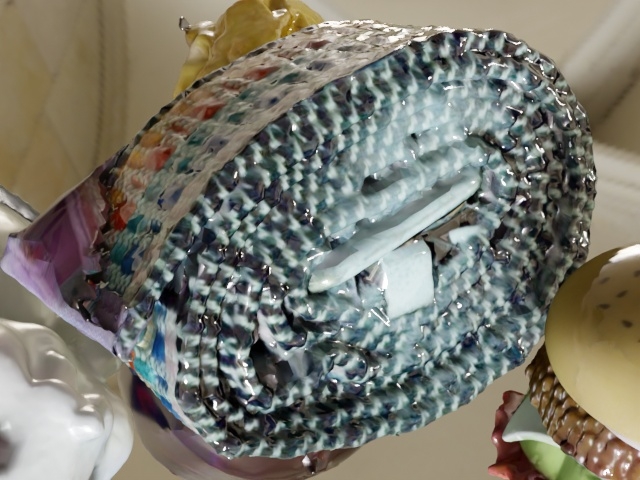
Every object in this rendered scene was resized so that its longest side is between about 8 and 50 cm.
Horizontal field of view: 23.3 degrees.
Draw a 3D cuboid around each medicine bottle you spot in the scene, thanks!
[{"bbox_3d":[-0.031,0.090,1.296,0.242,0.242,0.395,-38,-175,-20],"label":"medicine bottle"}]

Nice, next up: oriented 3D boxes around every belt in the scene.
[{"bbox_3d":[0.000,0.000,0.857,0.295,0.207,0.160,-37,-155,-18],"label":"belt"}]

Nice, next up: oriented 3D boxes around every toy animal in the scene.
[{"bbox_3d":[-0.222,0.073,0.908,0.174,0.249,0.289,-43,-162,16],"label":"toy animal"}]

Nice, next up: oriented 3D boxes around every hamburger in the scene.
[{"bbox_3d":[0.169,0.075,0.715,0.175,0.137,0.175,5,-149,-3],"label":"hamburger"}]

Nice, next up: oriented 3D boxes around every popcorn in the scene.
[{"bbox_3d":[-0.041,-0.093,1.062,0.152,0.148,0.167,8,-144,9],"label":"popcorn"}]
